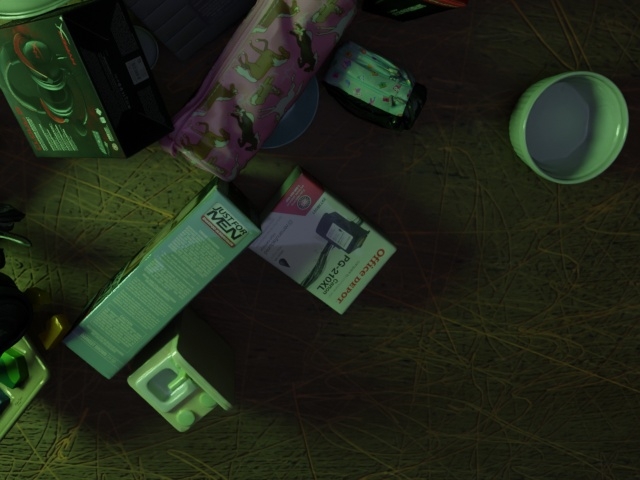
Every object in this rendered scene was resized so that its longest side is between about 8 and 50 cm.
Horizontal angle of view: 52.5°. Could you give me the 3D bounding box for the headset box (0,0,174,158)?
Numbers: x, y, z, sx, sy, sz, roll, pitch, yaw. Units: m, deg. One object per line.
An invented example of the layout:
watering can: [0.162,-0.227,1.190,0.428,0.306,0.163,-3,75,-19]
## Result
headset box: [-0.398,-0.248,1.026,0.110,0.293,0.218,-43,127,-40]

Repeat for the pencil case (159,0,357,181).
pencil case: [-0.106,-0.280,1.076,0.167,0.160,0.386,33,100,-16]

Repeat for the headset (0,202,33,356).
headset: [-0.582,0.066,1.037,0.394,0.185,0.243,-40,70,33]

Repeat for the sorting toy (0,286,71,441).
sorting toy: [-0.559,0.188,1.142,0.307,0.041,0.229,-47,71,26]

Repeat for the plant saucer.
plant saucer: [-0.101,-0.266,1.182,0.195,0.037,0.195,-2,105,-7]

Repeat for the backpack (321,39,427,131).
backpack: [0.096,-0.275,1.163,0.182,0.152,0.115,28,95,-2]

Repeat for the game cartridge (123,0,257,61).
game cartridge: [-0.145,-0.457,1.032,0.355,0.230,0.068,-39,77,4]

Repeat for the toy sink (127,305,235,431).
toy sink: [-0.255,0.245,1.205,0.131,0.234,0.153,-40,108,4]

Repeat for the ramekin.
ramekin: [0.461,-0.217,1.236,0.207,0.109,0.207,-2,105,-7]

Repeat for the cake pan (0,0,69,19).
cake pan: [-0.434,-0.466,0.975,0.293,0.054,0.293,-5,67,11]

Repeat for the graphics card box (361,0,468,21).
graphics card box: [0.160,-0.467,0.987,0.094,0.371,0.232,11,103,-10]

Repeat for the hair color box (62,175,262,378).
hair color box: [-0.276,0.055,1.172,0.374,0.185,0.113,-43,106,5]

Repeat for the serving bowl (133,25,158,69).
serving bowl: [-0.325,-0.333,1.137,0.083,0.027,0.083,-2,107,-8]

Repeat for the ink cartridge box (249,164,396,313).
ink cartridge box: [0.000,0.000,1.238,0.237,0.100,0.172,37,99,-16]
